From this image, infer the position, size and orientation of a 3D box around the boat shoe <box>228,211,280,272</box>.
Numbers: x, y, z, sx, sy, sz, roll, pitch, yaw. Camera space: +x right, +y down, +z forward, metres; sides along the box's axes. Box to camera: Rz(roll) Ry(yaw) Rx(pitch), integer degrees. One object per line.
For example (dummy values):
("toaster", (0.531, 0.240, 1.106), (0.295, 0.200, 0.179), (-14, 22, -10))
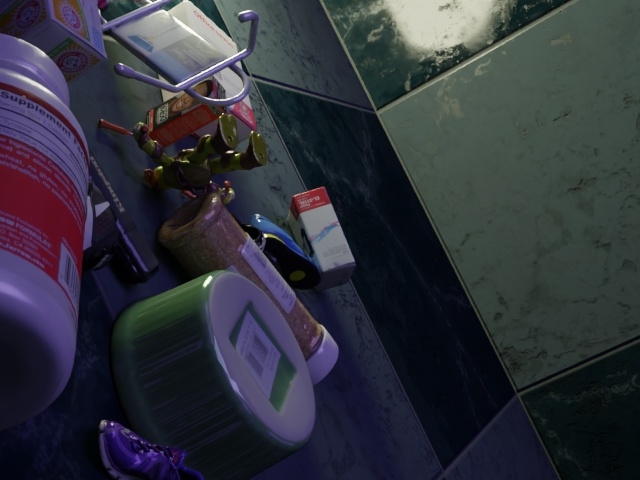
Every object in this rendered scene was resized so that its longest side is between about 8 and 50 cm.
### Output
("boat shoe", (-0.129, 0.014, 1.819), (0.233, 0.079, 0.084), (38, 28, -54))

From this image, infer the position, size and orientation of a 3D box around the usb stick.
("usb stick", (-0.317, -0.062, 1.478), (0.278, 0.045, 0.077), (60, 19, -5))

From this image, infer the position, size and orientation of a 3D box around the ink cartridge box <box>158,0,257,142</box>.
("ink cartridge box", (-0.226, -0.313, 1.987), (0.172, 0.100, 0.237), (36, 32, -52))

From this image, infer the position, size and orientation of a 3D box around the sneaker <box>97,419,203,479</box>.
("sneaker", (-0.206, 0.264, 1.269), (0.170, 0.071, 0.068), (45, 24, -39))

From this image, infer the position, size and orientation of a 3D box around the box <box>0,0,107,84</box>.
("box", (-0.384, -0.244, 1.309), (0.103, 0.203, 0.114), (35, 32, -54))

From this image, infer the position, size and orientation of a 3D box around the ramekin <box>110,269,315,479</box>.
("ramekin", (-0.136, 0.189, 1.438), (0.303, 0.148, 0.303), (51, 21, -29))

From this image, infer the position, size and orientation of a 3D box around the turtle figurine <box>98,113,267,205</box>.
("turtle figurine", (-0.209, -0.127, 1.653), (0.269, 0.217, 0.087), (41, 44, -34))

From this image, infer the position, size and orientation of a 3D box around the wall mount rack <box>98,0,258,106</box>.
("wall mount rack", (-0.284, -0.343, 1.709), (0.350, 0.130, 0.304), (38, 51, 23))

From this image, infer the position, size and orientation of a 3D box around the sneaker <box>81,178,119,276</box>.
("sneaker", (-0.319, 0.004, 1.296), (0.135, 0.098, 0.276), (51, 20, -23))

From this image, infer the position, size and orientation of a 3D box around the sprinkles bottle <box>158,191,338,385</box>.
("sprinkles bottle", (-0.113, 0.088, 1.686), (0.355, 0.121, 0.121), (53, 20, -24))

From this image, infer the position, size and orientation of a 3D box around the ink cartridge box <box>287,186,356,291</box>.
("ink cartridge box", (0.000, 0.000, 2.099), (0.127, 0.072, 0.175), (108, -37, -67))

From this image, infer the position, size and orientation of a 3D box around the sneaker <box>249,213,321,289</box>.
("sneaker", (-0.066, 0.019, 1.989), (0.209, 0.069, 0.082), (43, 22, -43))

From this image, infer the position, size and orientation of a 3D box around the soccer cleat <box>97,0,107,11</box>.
("soccer cleat", (-0.349, -0.420, 1.569), (0.331, 0.116, 0.143), (-39, 118, -45))

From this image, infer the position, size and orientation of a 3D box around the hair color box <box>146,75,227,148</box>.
("hair color box", (-0.230, -0.218, 1.774), (0.043, 0.141, 0.072), (50, 21, -40))

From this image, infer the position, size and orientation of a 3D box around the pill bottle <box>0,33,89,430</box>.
("pill bottle", (-0.353, -0.028, 1.047), (0.229, 0.229, 0.407), (46, 24, -39))
